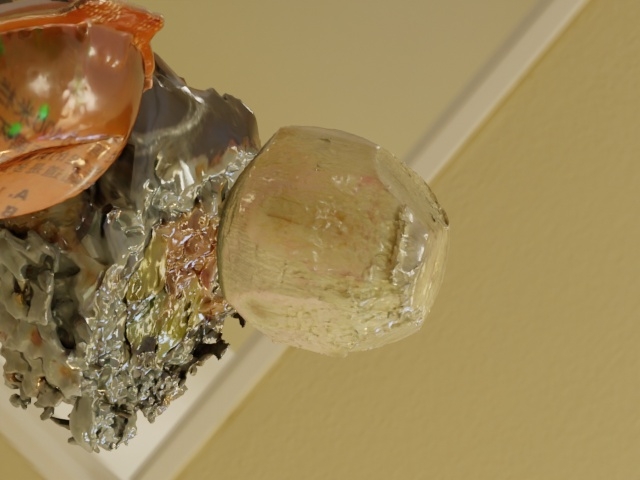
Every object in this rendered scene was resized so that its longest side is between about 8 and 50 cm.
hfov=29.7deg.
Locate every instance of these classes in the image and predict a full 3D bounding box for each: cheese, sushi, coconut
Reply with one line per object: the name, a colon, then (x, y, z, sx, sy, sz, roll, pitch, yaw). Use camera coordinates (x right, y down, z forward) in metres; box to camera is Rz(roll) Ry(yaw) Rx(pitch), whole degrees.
cheese: (-0.245, -0.071, 0.828, 0.217, 0.329, 0.129, 5, -122, -59)
sushi: (-0.198, 0.017, 1.259, 0.176, 0.417, 0.417, 16, 175, 25)
coconut: (0.001, 0.000, 0.955, 0.194, 0.194, 0.194, 40, -175, -4)
